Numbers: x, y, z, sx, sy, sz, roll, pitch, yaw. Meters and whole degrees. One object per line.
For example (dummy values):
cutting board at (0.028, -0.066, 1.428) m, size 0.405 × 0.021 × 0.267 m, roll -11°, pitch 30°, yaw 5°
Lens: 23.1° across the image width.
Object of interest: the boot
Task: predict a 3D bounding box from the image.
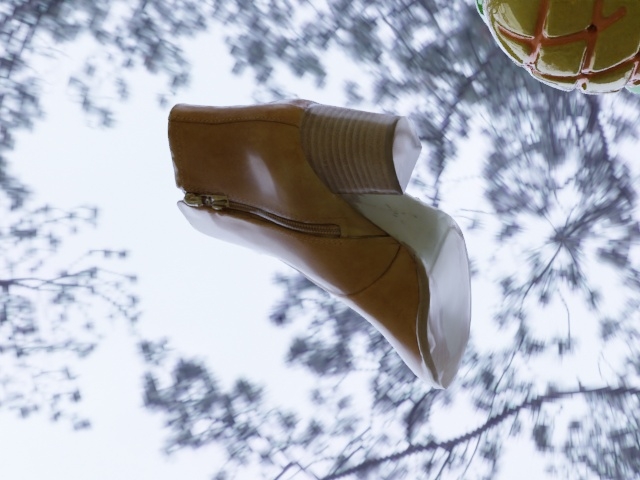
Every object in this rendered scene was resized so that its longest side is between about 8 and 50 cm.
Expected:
boot at (-0.001, 0.000, 1.289) m, size 0.211 × 0.104 × 0.295 m, roll 4°, pitch -45°, yaw 27°

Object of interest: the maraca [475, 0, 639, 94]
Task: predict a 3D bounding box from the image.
maraca at (0.184, -0.138, 0.988) m, size 0.186 × 0.127 × 0.099 m, roll 20°, pitch -113°, yaw -26°
